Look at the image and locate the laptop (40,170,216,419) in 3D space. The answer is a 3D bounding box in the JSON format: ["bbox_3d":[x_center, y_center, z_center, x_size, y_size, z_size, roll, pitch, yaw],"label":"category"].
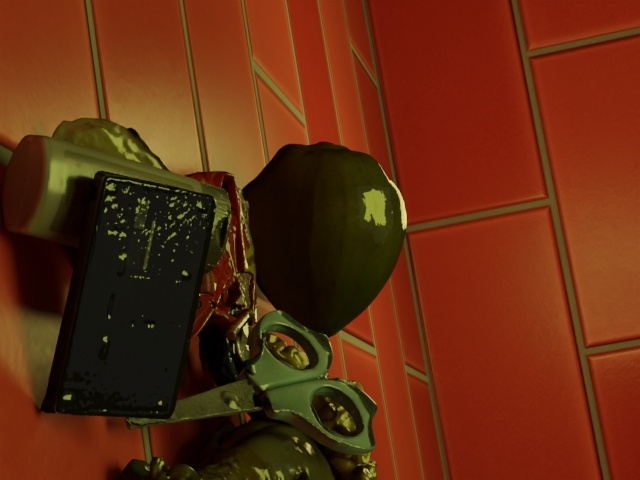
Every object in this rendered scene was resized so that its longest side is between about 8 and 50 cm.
[{"bbox_3d":[-0.158,0.052,1.278,0.154,0.026,0.207,12,91,-50],"label":"laptop"}]

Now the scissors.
[{"bbox_3d":[-0.073,0.157,1.520,0.360,0.029,0.191,-3,53,-55],"label":"scissors"}]

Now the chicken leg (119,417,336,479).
[{"bbox_3d":[-0.096,0.263,1.518,0.201,0.153,0.429,67,15,13],"label":"chicken leg"}]

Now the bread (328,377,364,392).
[{"bbox_3d":[0.007,0.244,2.155,0.125,0.106,0.082,27,52,-75],"label":"bread"}]

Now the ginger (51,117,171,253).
[{"bbox_3d":[-0.196,-0.046,1.415,0.193,0.115,0.122,65,-6,-28],"label":"ginger"}]

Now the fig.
[{"bbox_3d":[0.000,0.000,2.049,0.239,0.240,0.271,10,81,-79],"label":"fig"}]

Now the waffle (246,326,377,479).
[{"bbox_3d":[-0.012,0.222,1.763,0.293,0.069,0.259,36,-31,44],"label":"waffle"}]

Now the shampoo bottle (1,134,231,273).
[{"bbox_3d":[-0.173,-0.028,1.303,0.227,0.056,0.086,16,85,-50],"label":"shampoo bottle"}]

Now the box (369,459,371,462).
[{"bbox_3d":[0.038,0.385,2.284,0.233,0.067,0.149,-72,152,-69],"label":"box"}]

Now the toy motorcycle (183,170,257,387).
[{"bbox_3d":[-0.124,0.028,1.699,0.171,0.089,0.298,65,18,-50],"label":"toy motorcycle"}]
